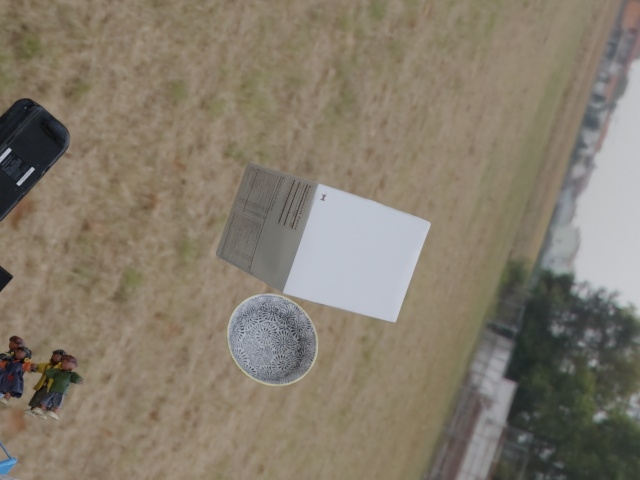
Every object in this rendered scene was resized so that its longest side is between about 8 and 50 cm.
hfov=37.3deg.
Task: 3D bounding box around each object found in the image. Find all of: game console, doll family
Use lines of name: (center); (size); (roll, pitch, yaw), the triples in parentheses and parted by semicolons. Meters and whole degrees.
game console: (-0.509, -0.048, 1.408); (0.361, 0.213, 0.044); (-52, -159, -16)
doll family: (-0.429, 0.197, 1.399); (0.076, 0.193, 0.111); (73, 32, -63)

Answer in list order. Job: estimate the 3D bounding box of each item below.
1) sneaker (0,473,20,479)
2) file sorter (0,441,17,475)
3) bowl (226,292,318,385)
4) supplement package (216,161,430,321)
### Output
sneaker: (-0.497, 0.412, 1.224); (0.366, 0.138, 0.210); (86, 14, -79)
file sorter: (-0.734, 0.464, 1.925); (0.118, 0.104, 0.170); (-48, 161, 21)
bowl: (-0.097, 0.186, 1.678); (0.080, 0.170, 0.170); (-45, -165, 56)
supplement package: (0.000, 0.000, 1.306); (0.203, 0.194, 0.149); (23, -85, 57)
